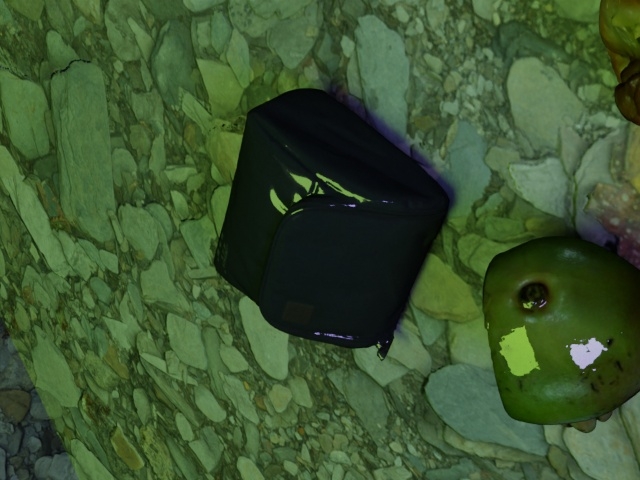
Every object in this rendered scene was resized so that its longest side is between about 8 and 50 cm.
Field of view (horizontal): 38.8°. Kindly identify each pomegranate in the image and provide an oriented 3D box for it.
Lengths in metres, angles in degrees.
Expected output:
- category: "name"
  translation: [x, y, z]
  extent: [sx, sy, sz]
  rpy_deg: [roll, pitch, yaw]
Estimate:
- category: "pomegranate"
  translation: [0.268, 0.113, 0.928]
  extent: [0.159, 0.190, 0.241]
  rpy_deg: [-6, 105, 23]

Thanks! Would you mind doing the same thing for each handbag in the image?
- category: "handbag"
  translation: [-0.003, 0.000, 1.160]
  extent: [0.275, 0.178, 0.302]
  rpy_deg: [43, 136, 24]

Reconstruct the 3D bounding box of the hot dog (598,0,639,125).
- category: "hot dog"
  translation: [0.368, -0.162, 0.639]
  extent: [0.405, 0.223, 0.185]
  rpy_deg: [-11, 98, 49]
